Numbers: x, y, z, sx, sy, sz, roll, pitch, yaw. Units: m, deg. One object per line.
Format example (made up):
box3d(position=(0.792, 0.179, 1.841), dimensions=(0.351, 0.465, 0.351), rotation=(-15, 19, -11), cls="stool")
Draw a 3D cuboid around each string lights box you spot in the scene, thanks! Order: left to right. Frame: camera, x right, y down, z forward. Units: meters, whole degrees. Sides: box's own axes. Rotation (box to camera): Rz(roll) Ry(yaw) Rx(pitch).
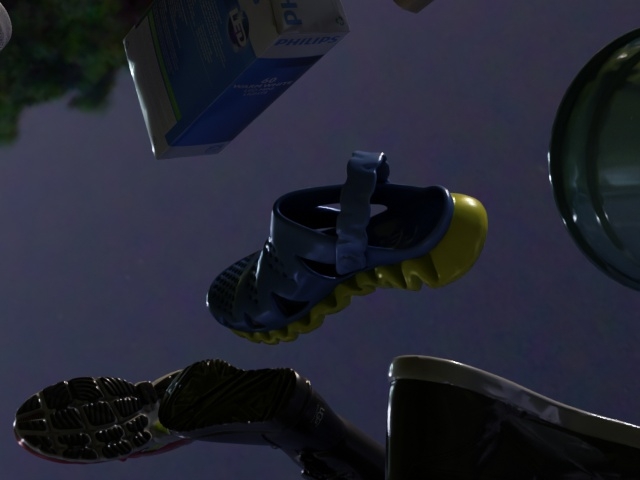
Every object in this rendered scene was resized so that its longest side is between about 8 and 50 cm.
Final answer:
box3d(position=(-0.086, -0.186, 1.155), dimensions=(0.259, 0.076, 0.133), rotation=(-34, -111, 53), cls="string lights box")

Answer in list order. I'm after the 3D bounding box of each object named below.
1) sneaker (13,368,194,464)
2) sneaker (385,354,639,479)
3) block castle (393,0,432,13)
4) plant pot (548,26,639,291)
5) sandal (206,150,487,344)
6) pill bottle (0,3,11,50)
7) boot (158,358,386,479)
box3d(position=(-0.240, 0.229, 1.516), dimensions=(0.118, 0.279, 0.107), rotation=(-46, -125, 41), cls="sneaker")
box3d(position=(0.166, 0.193, 0.893), dimensions=(0.104, 0.295, 0.147), rotation=(150, -43, -67), cls="sneaker")
box3d(position=(0.068, -0.542, 1.601), dimensions=(0.213, 0.453, 0.303), rotation=(-36, -159, 30), cls="block castle")
box3d(position=(0.466, -0.091, 1.393), dimensions=(0.341, 0.341, 0.334), rotation=(-49, -172, -3), cls="plant pot")
box3d(position=(0.000, 0.000, 1.222), dimensions=(0.317, 0.138, 0.126), rotation=(-26, -143, 35), cls="sandal")
box3d(position=(-0.432, -0.196, 1.416), dimensions=(0.117, 0.118, 0.208), rotation=(-20, -151, 36), cls="pill bottle")
box3d(position=(-0.040, 0.223, 1.392), dimensions=(0.246, 0.207, 0.094), rotation=(-7, -133, 47), cls="boot")
